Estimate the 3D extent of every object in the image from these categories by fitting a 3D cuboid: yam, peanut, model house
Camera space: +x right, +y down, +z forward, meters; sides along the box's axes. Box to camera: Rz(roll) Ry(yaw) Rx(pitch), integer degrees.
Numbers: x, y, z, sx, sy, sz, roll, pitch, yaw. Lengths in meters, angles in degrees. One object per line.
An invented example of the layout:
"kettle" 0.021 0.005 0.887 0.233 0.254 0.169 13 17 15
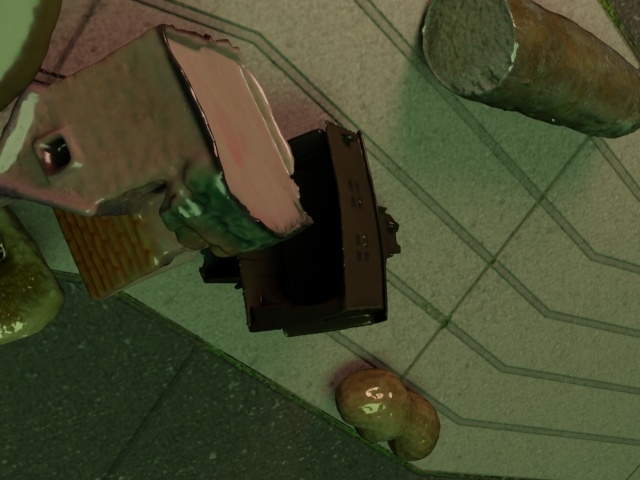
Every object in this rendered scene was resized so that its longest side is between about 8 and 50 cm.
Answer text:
"yam" 0.272 -0.197 1.066 0.330 0.133 0.133 14 113 -36
"peanut" 0.105 0.254 1.298 0.104 0.086 0.228 -40 131 14
"model house" 0.000 0.000 1.037 0.204 0.211 0.243 -11 173 30
"model house" -0.166 -0.052 0.826 0.237 0.237 0.202 -22 93 13

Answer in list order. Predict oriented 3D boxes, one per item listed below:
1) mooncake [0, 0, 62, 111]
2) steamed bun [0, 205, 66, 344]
"mooncake" -0.391 -0.225 0.658 0.378 0.201 0.379 -14 126 -20
"steamed bun" -0.343 0.014 0.885 0.140 0.172 0.155 -23 110 -24
